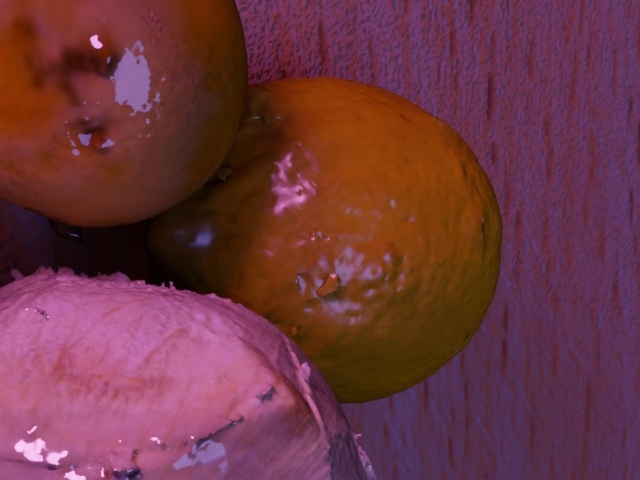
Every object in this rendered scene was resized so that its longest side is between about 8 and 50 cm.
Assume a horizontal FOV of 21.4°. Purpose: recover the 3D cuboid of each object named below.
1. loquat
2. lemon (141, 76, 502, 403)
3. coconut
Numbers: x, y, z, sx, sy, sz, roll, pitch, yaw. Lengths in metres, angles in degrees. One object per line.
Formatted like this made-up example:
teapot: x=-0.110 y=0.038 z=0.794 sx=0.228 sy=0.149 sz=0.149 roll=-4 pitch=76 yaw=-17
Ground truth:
loquat: x=-0.160 y=-0.114 z=1.095 sx=0.244 sy=0.244 sz=0.244 roll=-18 pitch=121 yaw=-33
lemon: x=0.000 y=0.000 z=1.265 sx=0.320 sy=0.245 sz=0.245 roll=7 pitch=106 yaw=-45
coconut: x=-0.127 y=0.192 z=1.064 sx=0.346 sy=0.360 sz=0.346 roll=-2 pitch=105 yaw=-8
